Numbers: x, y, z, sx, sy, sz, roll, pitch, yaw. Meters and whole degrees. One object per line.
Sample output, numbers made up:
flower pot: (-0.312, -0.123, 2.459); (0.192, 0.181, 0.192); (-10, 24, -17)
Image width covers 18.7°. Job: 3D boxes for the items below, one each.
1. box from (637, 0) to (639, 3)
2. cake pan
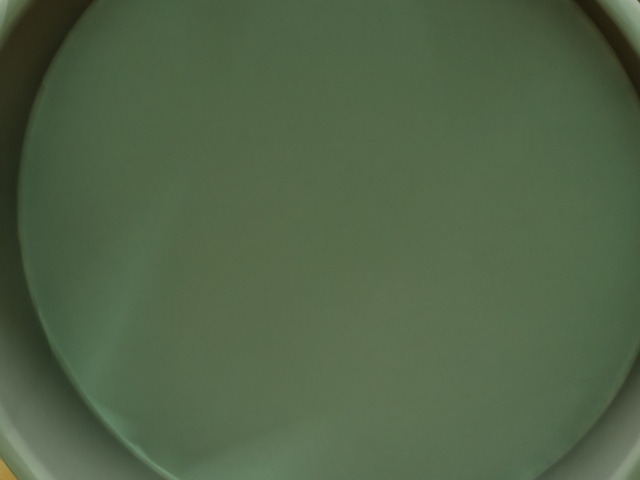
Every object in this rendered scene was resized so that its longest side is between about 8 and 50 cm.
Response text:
box: (0.121, -0.159, 0.766); (0.170, 0.091, 0.130); (4, 81, 5)
cake pan: (0.000, 0.000, 0.722); (0.293, 0.054, 0.293); (2, 103, 9)
